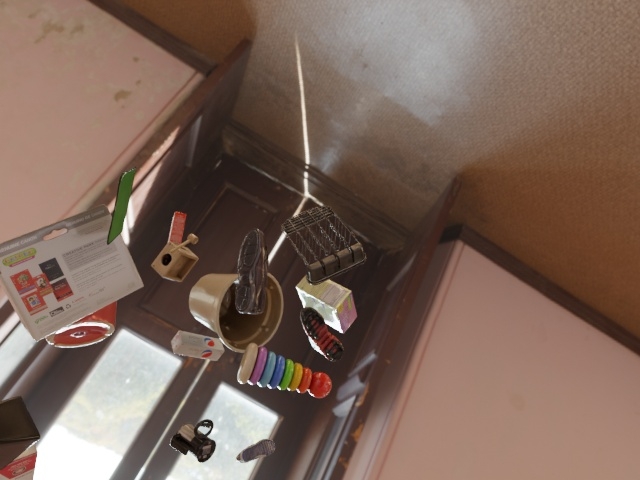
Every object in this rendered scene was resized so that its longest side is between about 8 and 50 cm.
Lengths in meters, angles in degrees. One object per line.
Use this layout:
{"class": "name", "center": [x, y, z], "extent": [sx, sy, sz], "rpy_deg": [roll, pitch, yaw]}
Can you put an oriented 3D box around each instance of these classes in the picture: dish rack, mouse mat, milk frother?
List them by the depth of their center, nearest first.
{"class": "mouse mat", "center": [-0.512, -0.093, 1.185], "extent": [0.007, 0.190, 0.152], "rpy_deg": [16, -168, -13]}
{"class": "dish rack", "center": [0.000, 0.000, 1.498], "extent": [0.271, 0.208, 0.074], "rpy_deg": [53, 159, 41]}
{"class": "milk frother", "center": [-0.444, 0.685, 1.630], "extent": [0.134, 0.143, 0.129], "rpy_deg": [16, 162, 36]}

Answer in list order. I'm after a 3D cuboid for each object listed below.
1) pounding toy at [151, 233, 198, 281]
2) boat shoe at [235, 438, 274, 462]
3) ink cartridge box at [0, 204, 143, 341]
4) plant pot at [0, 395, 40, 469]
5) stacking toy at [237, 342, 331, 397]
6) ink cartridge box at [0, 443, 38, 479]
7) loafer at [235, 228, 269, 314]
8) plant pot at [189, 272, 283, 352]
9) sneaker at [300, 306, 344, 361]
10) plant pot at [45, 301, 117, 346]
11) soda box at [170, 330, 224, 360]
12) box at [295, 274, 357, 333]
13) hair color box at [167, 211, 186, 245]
{"class": "pounding toy", "center": [-0.584, 0.047, 1.862], "extent": [0.094, 0.206, 0.181], "rpy_deg": [37, -179, 24]}
{"class": "boat shoe", "center": [-0.264, 0.846, 1.850], "extent": [0.066, 0.066, 0.183], "rpy_deg": [-31, 155, 33]}
{"class": "ink cartridge box", "center": [-0.704, 0.073, 1.278], "extent": [0.130, 0.309, 0.272], "rpy_deg": [7, 119, 47]}
{"class": "plant pot", "center": [-1.143, 0.677, 1.597], "extent": [0.187, 0.188, 0.167], "rpy_deg": [50, 177, 17]}
{"class": "stacking toy", "center": [-0.114, 0.470, 1.609], "extent": [0.330, 0.141, 0.141], "rpy_deg": [19, 154, -11]}
{"class": "ink cartridge box", "center": [-1.278, 0.939, 1.765], "extent": [0.160, 0.279, 0.385], "rpy_deg": [39, 119, 30]}
{"class": "loafer", "center": [-0.231, 0.112, 1.615], "extent": [0.109, 0.303, 0.095], "rpy_deg": [-10, 156, 37]}
{"class": "plant pot", "center": [-0.380, 0.268, 1.924], "extent": [0.305, 0.334, 0.334], "rpy_deg": [6, 145, 43]}
{"class": "sneaker", "center": [-0.013, 0.391, 1.946], "extent": [0.276, 0.097, 0.135], "rpy_deg": [56, 159, -18]}
{"class": "plant pot", "center": [-0.792, 0.198, 1.497], "extent": [0.275, 0.243, 0.275], "rpy_deg": [-17, 154, -8]}
{"class": "soda box", "center": [-0.524, 0.454, 1.970], "extent": [0.216, 0.069, 0.074], "rpy_deg": [24, -159, -41]}
{"class": "box", "center": [0.031, 0.285, 2.145], "extent": [0.243, 0.117, 0.213], "rpy_deg": [26, 150, 32]}
{"class": "hair color box", "center": [-0.628, -0.028, 1.998], "extent": [0.053, 0.167, 0.093], "rpy_deg": [14, 154, -20]}
